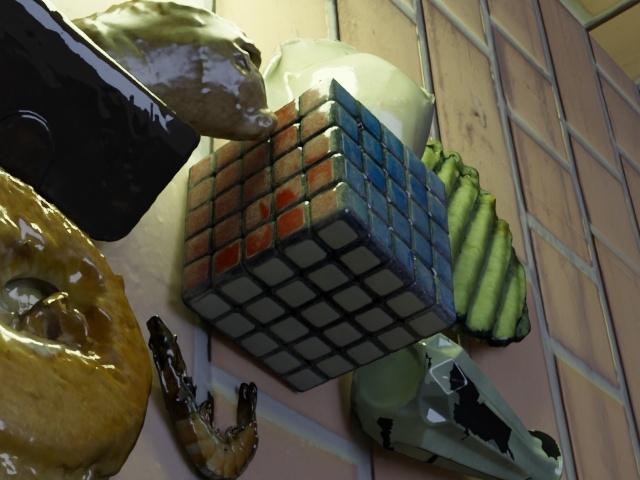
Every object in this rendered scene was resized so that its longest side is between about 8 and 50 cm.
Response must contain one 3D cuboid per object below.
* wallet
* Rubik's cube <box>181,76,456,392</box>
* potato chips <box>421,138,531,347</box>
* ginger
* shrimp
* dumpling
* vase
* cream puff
[{"bbox_3d":[-0.272,-0.138,1.233,0.309,0.042,0.165,42,74,-29],"label":"wallet"},{"bbox_3d":[0.000,0.000,1.437,0.237,0.238,0.237,41,33,-34],"label":"Rubik's cube"},{"bbox_3d":[0.224,0.018,1.962,0.358,0.070,0.429,51,29,-11],"label":"potato chips"},{"bbox_3d":[-0.180,-0.166,1.374,0.276,0.130,0.221,17,55,-15],"label":"ginger"},{"bbox_3d":[-0.119,0.159,1.317,0.148,0.035,0.195,-27,96,-58],"label":"shrimp"},{"bbox_3d":[0.027,-0.171,1.723,0.260,0.181,0.341,34,65,-6],"label":"dumpling"},{"bbox_3d":[0.192,0.245,1.627,0.360,0.165,0.165,38,37,-42],"label":"vase"},{"bbox_3d":[-0.287,0.100,0.906,0.327,0.231,0.343,24,39,-55],"label":"cream puff"}]
